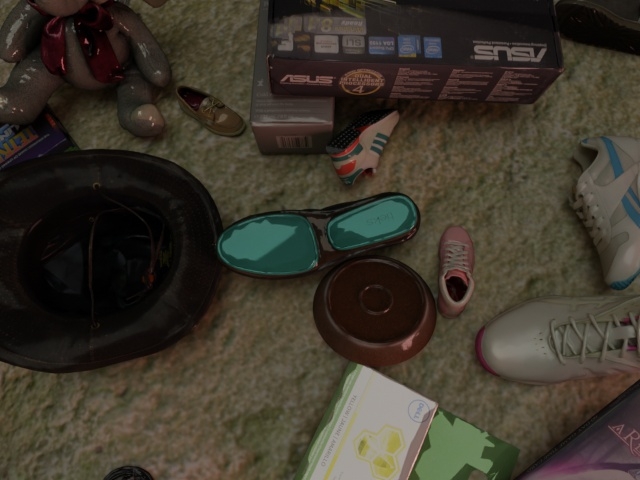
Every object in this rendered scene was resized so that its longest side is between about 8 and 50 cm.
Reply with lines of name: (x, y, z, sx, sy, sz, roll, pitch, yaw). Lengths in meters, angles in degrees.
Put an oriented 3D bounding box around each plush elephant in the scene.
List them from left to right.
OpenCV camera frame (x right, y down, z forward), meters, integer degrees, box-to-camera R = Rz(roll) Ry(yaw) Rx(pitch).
plush elephant: (-0.365, -0.356, 0.690, 0.272, 0.255, 0.329, 9, 65, -9)

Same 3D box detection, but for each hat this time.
hat: (-0.304, 0.028, 0.633, 0.332, 0.134, 0.331, 4, 74, -12)

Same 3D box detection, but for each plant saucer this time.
plant saucer: (0.073, 0.083, 0.603, 0.169, 0.029, 0.168, -1, 54, 1)

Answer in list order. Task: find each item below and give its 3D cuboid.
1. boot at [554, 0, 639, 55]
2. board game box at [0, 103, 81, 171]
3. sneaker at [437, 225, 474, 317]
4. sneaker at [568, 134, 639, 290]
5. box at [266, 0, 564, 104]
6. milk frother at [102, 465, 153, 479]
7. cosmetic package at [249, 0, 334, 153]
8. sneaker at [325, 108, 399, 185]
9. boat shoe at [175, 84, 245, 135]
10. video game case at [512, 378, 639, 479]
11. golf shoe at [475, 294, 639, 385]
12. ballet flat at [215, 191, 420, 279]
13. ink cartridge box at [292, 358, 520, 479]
boot: (0.489, -0.418, 0.729, 0.190, 0.076, 0.208, 20, 81, -2)
board game box: (-0.521, -0.156, 0.763, 0.170, 0.048, 0.141, -40, 71, -8)
sneaker: (0.187, 0.035, 0.611, 0.051, 0.070, 0.134, 7, 71, 11)
sneaker: (0.392, -0.041, 0.613, 0.092, 0.087, 0.228, 9, 65, 16)
box: (0.123, -0.363, 0.656, 0.395, 0.097, 0.318, 2, 75, -3)
milk frother: (-0.232, 0.337, 0.518, 0.143, 0.134, 0.129, 43, 50, 14)
cosmetic package: (-0.038, -0.263, 0.718, 0.127, 0.107, 0.237, -1, 74, 2)
sneaker: (0.072, -0.146, 0.697, 0.057, 0.075, 0.161, 11, 43, 40)
boat shoe: (-0.188, -0.219, 0.749, 0.135, 0.045, 0.050, 26, 76, 14)
video game case: (0.334, 0.291, 0.470, 0.196, 0.026, 0.274, 46, 104, 14)
golf shoe: (0.346, 0.107, 0.534, 0.306, 0.140, 0.115, -9, 72, 4)
ballet flat: (0.000, 0.000, 0.629, 0.281, 0.096, 0.095, -9, 84, -1)
ink cartridge box: (0.107, 0.276, 0.547, 0.235, 0.056, 0.171, 24, 75, 15)
